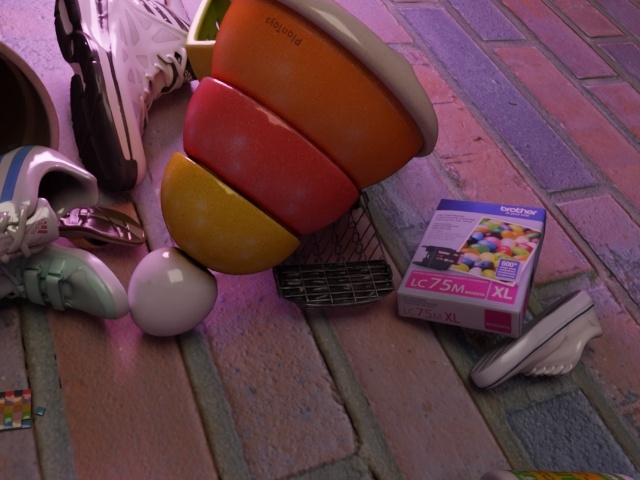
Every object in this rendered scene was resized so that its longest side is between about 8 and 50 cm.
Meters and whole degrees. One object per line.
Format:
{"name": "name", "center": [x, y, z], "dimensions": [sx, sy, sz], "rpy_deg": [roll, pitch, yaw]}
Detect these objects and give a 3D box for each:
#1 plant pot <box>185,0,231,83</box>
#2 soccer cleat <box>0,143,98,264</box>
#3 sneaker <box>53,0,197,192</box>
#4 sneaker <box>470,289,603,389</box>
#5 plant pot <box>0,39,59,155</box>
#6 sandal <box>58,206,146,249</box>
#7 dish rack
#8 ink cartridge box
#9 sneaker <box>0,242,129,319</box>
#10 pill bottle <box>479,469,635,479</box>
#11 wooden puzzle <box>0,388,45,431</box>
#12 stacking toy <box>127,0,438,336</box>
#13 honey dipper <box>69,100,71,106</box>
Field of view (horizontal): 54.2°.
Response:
{"name": "plant pot", "center": [-0.096, -0.327, 1.144], "dimensions": [0.228, 0.207, 0.227], "rpy_deg": [-1, 46, 7]}
{"name": "soccer cleat", "center": [-0.406, -0.014, 0.738], "dimensions": [0.143, 0.116, 0.331], "rpy_deg": [22, 43, 15]}
{"name": "sneaker", "center": [-0.299, -0.285, 1.098], "dimensions": [0.257, 0.169, 0.448], "rpy_deg": [-2, 61, -34]}
{"name": "sneaker", "center": [0.341, 0.166, 0.947], "dimensions": [0.258, 0.094, 0.091], "rpy_deg": [-27, 81, -24]}
{"name": "plant pot", "center": [-0.575, -0.213, 0.876], "dimensions": [0.333, 0.334, 0.305], "rpy_deg": [-14, 45, -27]}
{"name": "sandal", "center": [-0.350, -0.014, 0.922], "dimensions": [0.180, 0.049, 0.072], "rpy_deg": [6, 36, -15]}
{"name": "dish rack", "center": [0.000, 0.000, 1.005], "dimensions": [0.208, 0.074, 0.272], "rpy_deg": [-3, 53, -17]}
{"name": "ink cartridge box", "center": [0.259, 0.018, 1.024], "dimensions": [0.185, 0.065, 0.311], "rpy_deg": [8, 38, 24]}
{"name": "sneaker", "center": [-0.383, 0.068, 0.809], "dimensions": [0.255, 0.094, 0.151], "rpy_deg": [23, 41, 17]}
{"name": "pill bottle", "center": [0.319, 0.349, 0.747], "dimensions": [0.245, 0.136, 0.137], "rpy_deg": [6, 48, -12]}
{"name": "wooden puzzle", "center": [-0.376, 0.205, 0.752], "dimensions": [0.083, 0.006, 0.049], "rpy_deg": [-3, 51, -19]}
{"name": "stacking toy", "center": [-0.105, -0.078, 0.858], "dimensions": [0.350, 0.350, 0.480], "rpy_deg": [38, 89, 17]}
{"name": "honey dipper", "center": [-0.414, -0.294, 1.164], "dimensions": [0.030, 0.031, 0.161], "rpy_deg": [23, 50, 3]}
